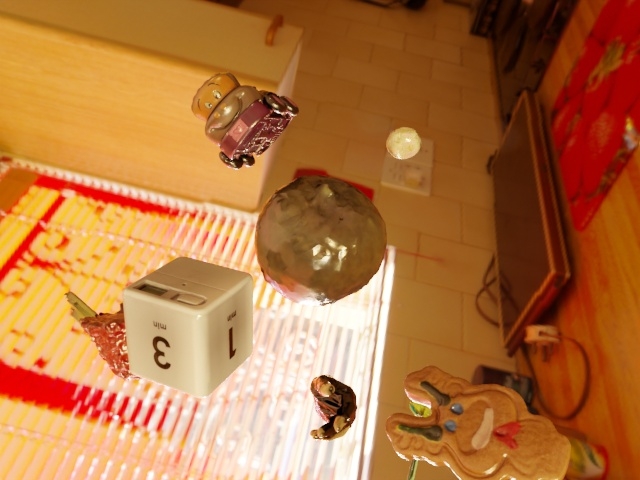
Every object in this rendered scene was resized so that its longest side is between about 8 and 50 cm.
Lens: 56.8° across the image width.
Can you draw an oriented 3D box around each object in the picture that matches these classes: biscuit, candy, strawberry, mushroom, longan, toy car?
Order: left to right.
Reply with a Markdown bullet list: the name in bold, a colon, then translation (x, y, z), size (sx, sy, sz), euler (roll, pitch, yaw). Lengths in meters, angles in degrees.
- **strawberry**: translation (-0.476, 0.254, 1.468), size (0.234, 0.234, 0.178), euler (-68, -26, -87)
- **toy car**: translation (-0.251, -0.398, 1.889), size (0.271, 0.240, 0.341), euler (-47, -5, 17)
- **longan**: translation (0.000, 0.000, 1.732), size (0.391, 0.391, 0.391), euler (14, -90, -90)
- **mushroom**: translation (0.199, -0.234, 1.416), size (0.067, 0.084, 0.083), euler (-94, 12, -45)
- **candy**: translation (0.228, 0.453, 1.357), size (0.077, 0.073, 0.262), euler (-147, 65, -65)
- **biscuit**: translation (0.286, 0.350, 1.101), size (0.202, 0.334, 0.047), euler (-56, -38, -29)

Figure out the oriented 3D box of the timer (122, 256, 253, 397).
- **timer**: translation (-0.260, 0.167, 1.193), size (0.194, 0.192, 0.195), euler (-40, -43, -57)

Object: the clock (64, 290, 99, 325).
- **clock**: translation (-0.634, 0.239, 1.659), size (0.057, 0.237, 0.237), euler (-46, -12, -21)

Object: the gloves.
- **gloves**: translation (0.034, 0.489, 1.743), size (0.301, 0.152, 0.197), euler (-64, -39, -78)
